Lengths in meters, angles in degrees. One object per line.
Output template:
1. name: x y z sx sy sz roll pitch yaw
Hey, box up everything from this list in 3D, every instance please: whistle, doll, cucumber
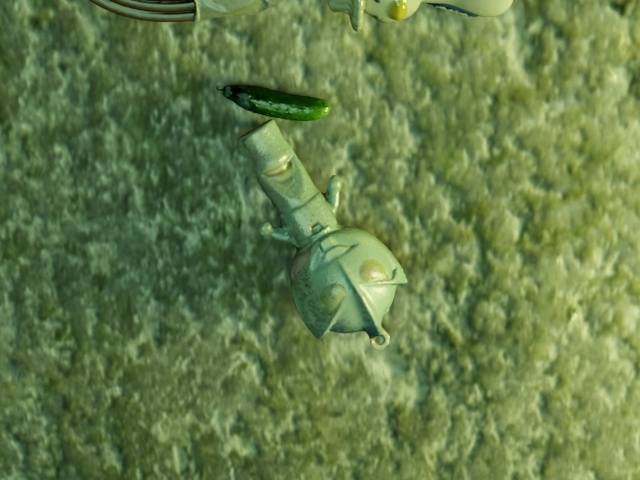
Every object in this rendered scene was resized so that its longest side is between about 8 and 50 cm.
1. whistle: -0.001 0.000 1.685 0.142 0.133 0.346 -29 99 15
2. doll: 0.135 -0.319 1.552 0.293 0.138 0.119 -1 71 -1
3. cucumber: -0.063 -0.179 1.653 0.155 0.037 0.037 11 111 -3

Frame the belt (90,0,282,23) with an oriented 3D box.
1. belt: -0.144 -0.377 1.529 0.339 0.122 0.217 -8 110 4
